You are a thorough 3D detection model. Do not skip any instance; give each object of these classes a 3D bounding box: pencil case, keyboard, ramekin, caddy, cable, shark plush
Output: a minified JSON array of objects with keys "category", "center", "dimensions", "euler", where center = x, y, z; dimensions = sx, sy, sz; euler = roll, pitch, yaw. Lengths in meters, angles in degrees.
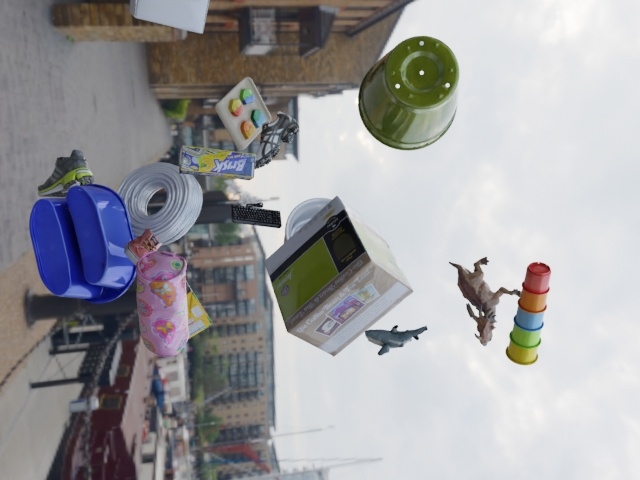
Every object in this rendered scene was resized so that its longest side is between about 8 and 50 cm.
[{"category":"pencil case","center":[-0.384,0.157,1.524],"dimensions":[0.124,0.124,0.284],"euler":[-107,-162,-47]},{"category":"keyboard","center":[-0.225,-0.097,2.172],"dimensions":[0.023,0.180,0.108],"euler":[119,-30,-43]},{"category":"ramekin","center":[0.000,0.000,2.207],"dimensions":[0.135,0.277,0.277],"euler":[120,-35,-64]},{"category":"caddy","center":[-0.641,0.005,1.718],"dimensions":[0.179,0.241,0.341],"euler":[14,60,-75]},{"category":"cable","center":[-0.481,-0.113,1.835],"dimensions":[0.257,0.257,0.089],"euler":[48,0,26]},{"category":"shark plush","center":[0.201,0.254,1.644],"dimensions":[0.067,0.161,0.073],"euler":[69,28,-23]}]

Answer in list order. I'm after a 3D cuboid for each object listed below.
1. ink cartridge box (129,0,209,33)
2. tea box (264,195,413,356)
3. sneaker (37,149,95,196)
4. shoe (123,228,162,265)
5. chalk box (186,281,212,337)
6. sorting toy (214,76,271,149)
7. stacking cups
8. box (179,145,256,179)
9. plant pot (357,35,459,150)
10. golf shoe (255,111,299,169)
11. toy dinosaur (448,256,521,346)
[{"category":"ink cartridge box","center":[-0.442,-0.737,1.821],"dimensions":[0.270,0.198,0.197],"euler":[-130,-129,-61]},{"category":"tea box","center":[0.045,0.107,1.876],"dimensions":[0.329,0.220,0.323],"euler":[-41,-141,17]},{"category":"sneaker","center":[-0.901,-0.228,2.195],"dimensions":[0.300,0.111,0.121],"euler":[-17,-100,35]},{"category":"shoe","center":[-0.444,0.019,1.564],"dimensions":[0.063,0.081,0.178],"euler":[54,-9,-23]},{"category":"chalk box","center":[-0.441,0.210,1.926],"dimensions":[0.132,0.132,0.213],"euler":[63,-12,-20]},{"category":"sorting toy","center":[-0.270,-0.461,2.246],"dimensions":[0.038,0.208,0.193],"euler":[0,-50,39]},{"category":"stacking cups","center":[0.594,0.203,1.743],"dimensions":[0.096,0.096,0.316],"euler":[-112,-160,-56]},{"category":"box","center":[-0.237,-0.177,1.433],"dimensions":[0.054,0.169,0.059],"euler":[175,-80,-73]},{"category":"plant pot","center":[0.319,-0.518,2.114],"dimensions":[0.353,0.367,0.366],"euler":[83,3,-88]},{"category":"golf shoe","center":[-0.154,-0.296,1.845],"dimensions":[0.094,0.198,0.077],"euler":[43,-10,3]},{"category":"toy dinosaur","center":[0.509,0.174,2.029],"dimensions":[0.295,0.200,0.127],"euler":[52,-37,18]}]
